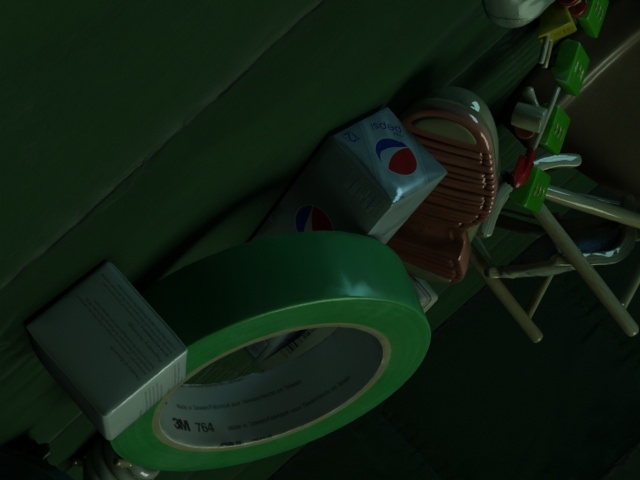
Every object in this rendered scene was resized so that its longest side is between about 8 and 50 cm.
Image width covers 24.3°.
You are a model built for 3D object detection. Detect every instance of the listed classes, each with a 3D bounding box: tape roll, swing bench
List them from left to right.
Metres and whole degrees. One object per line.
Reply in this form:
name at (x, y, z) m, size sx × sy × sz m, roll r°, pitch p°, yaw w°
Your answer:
tape roll at (-0.057, 0.112, 1.418) m, size 0.321 × 0.077 × 0.321 m, roll -17°, pitch 152°, yaw -9°
swing bench at (0.271, -0.004, 1.887) m, size 0.165 × 0.254 × 0.253 m, roll -61°, pitch -164°, yaw -14°

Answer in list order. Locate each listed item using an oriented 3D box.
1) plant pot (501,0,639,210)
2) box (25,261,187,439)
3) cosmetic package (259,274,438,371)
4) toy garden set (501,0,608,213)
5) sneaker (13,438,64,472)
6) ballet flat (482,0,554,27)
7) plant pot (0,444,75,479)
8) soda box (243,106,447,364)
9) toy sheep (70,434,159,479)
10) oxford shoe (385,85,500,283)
plant pot at (0.401, -0.161, 1.881) m, size 0.263 × 0.229 × 0.263 m, roll -41°, pitch 169°, yaw -10°
box at (-0.171, 0.091, 1.203) m, size 0.087 × 0.102 × 0.101 m, roll -40°, pitch 170°, yaw -16°
cosmetic package at (0.018, 0.077, 1.738) m, size 0.153 × 0.129 × 0.296 m, roll -45°, pitch 169°, yaw 14°
toy garden set at (0.229, -0.157, 1.541) m, size 0.204 × 0.049 × 0.244 m, roll 10°, pitch 98°, yaw -74°
sneaker at (-0.275, 0.316, 1.390) m, size 0.135 × 0.276 × 0.098 m, roll -25°, pitch 137°, yaw -8°
ballet flat at (0.219, -0.266, 1.263) m, size 0.213 × 0.072 × 0.068 m, roll -43°, pitch 139°, yaw -8°
plant pot at (-0.284, 0.272, 1.158) m, size 0.196 × 0.293 × 0.293 m, roll -71°, pitch 163°, yaw 9°
soda box at (0.000, 0.000, 1.471) m, size 0.098 × 0.091 × 0.286 m, roll -31°, pitch 165°, yaw -46°
toy sheep at (-0.235, 0.261, 1.715) m, size 0.132 × 0.091 × 0.091 m, roll -31°, pitch 175°, yaw 25°
oxford shoe at (0.127, -0.086, 1.591) m, size 0.397 × 0.140 × 0.147 m, roll 97°, pitch 14°, yaw -70°
